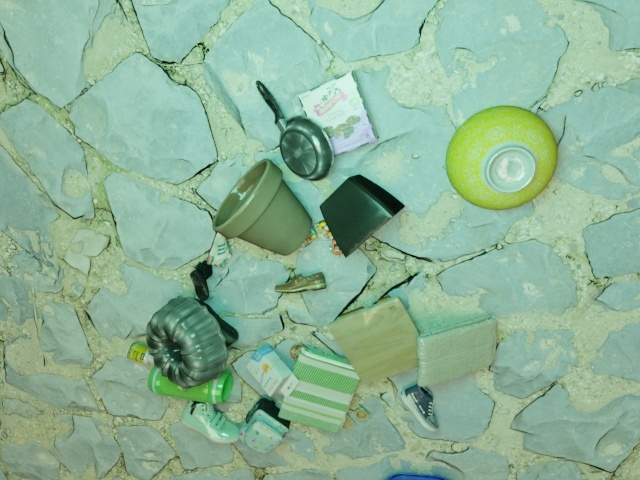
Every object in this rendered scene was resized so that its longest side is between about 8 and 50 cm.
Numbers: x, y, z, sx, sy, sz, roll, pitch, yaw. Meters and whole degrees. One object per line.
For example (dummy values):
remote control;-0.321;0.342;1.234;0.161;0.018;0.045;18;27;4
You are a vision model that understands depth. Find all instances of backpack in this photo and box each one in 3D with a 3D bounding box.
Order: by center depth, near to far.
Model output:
backpack;-0.222;0.731;1.645;0.166;0.144;0.188;36;116;-9

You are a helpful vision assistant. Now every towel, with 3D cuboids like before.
towel;0.432;0.347;1.354;0.282;0.049;0.187;-11;111;-14
towel;0.000;0.553;1.558;0.247;0.038;0.325;16;113;-1

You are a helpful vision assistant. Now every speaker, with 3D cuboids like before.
speaker;-0.498;0.545;1.635;0.296;0.131;0.131;5;112;9

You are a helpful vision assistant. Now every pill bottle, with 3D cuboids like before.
pill bottle;-0.694;0.446;1.668;0.116;0.065;0.065;16;114;4

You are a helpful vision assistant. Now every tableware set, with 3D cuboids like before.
tableware set;0.103;0.651;1.612;0.168;0.020;0.141;-41;99;23

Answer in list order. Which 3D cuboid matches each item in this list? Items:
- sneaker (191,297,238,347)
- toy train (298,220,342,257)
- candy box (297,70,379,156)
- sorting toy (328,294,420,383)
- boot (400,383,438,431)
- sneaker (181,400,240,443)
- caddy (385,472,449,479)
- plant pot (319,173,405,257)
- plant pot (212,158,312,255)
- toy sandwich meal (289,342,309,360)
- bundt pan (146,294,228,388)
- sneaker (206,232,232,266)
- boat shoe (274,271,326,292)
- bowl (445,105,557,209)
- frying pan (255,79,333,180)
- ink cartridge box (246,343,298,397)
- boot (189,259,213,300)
sneaker;-0.420;0.316;1.548;0.130;0.087;0.227;-40;105;16
toy train;0.000;0.000;1.359;0.166;0.046;0.125;3;112;10
candy box;0.052;-0.347;1.196;0.164;0.070;0.196;-19;107;18
sorting toy;0.202;0.320;1.422;0.257;0.089;0.255;-26;105;19
boot;0.375;0.591;1.505;0.086;0.069;0.190;-40;98;25
sneaker;-0.426;0.706;1.702;0.256;0.094;0.151;20;111;2
caddy;0.385;1.032;1.626;0.341;0.179;0.241;-1;87;12
plant pot;0.108;-0.086;1.236;0.167;0.188;0.187;48;113;3
plant pot;-0.155;-0.072;1.272;0.263;0.263;0.229;-40;117;22
toy sandwich meal;-0.075;0.413;1.547;0.085;0.029;0.086;4;112;10
bundt pan;-0.482;0.365;1.474;0.330;0.124;0.331;11;111;31
sneaker;-0.328;0.021;1.437;0.075;0.057;0.161;19;114;-15
boat shoe;-0.068;0.143;1.428;0.178;0.064;0.060;-9;79;13
bowl;0.485;-0.201;1.121;0.289;0.156;0.289;4;112;10
frying pan;-0.072;-0.314;1.204;0.197;0.053;0.326;-3;117;45
ink cartridge box;-0.174;0.482;1.537;0.181;0.061;0.104;43;117;22
boot;-0.400;0.133;1.464;0.045;0.099;0.121;-12;110;15
